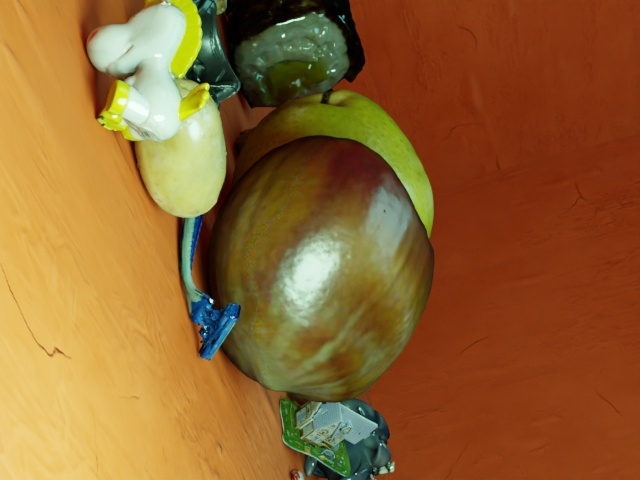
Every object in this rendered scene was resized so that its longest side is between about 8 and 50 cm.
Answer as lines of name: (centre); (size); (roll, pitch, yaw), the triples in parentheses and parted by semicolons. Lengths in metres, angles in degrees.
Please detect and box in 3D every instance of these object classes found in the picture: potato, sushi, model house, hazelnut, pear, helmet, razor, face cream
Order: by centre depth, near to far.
potato: (-0.167, -0.113, 1.291); (0.118, 0.109, 0.178); (-88, 180, -53)
razor: (-0.160, -0.005, 1.421); (0.093, 0.056, 0.324); (-53, -145, 41)
helmet: (-0.192, -0.244, 1.460); (0.177, 0.107, 0.153); (-50, 131, -60)
hazelnut: (-0.003, 0.039, 1.533); (0.366, 0.365, 0.366); (-14, 90, -85)
face cream: (-0.034, 0.412, 1.834); (0.040, 0.021, 0.083); (-99, 173, -46)
pear: (0.018, -0.049, 1.872); (0.362, 0.362, 0.419); (-94, 177, -64)
model house: (0.020, 0.321, 1.890); (0.167, 0.088, 0.117); (35, 29, -29)
sushi: (-0.064, -0.475, 2.424); (0.281, 0.299, 0.294); (94, -12, -48)

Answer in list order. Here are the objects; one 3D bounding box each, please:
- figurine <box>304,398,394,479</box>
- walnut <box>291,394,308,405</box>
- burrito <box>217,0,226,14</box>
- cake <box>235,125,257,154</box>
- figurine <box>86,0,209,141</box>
figurine: (0.058, 0.412, 2.063); (0.265, 0.175, 0.197); (-116, -175, -75)
walnut: (-0.015, 0.261, 2.047); (0.105, 0.105, 0.125); (68, 14, -57)
burrito: (-0.232, -0.551, 2.099); (0.087, 0.060, 0.226); (-100, 176, -84)
cake: (-0.072, -0.182, 2.196); (0.260, 0.179, 0.156); (-94, 170, -79)
figurine: (-0.187, -0.194, 1.191); (0.109, 0.129, 0.178); (56, 21, -67)
